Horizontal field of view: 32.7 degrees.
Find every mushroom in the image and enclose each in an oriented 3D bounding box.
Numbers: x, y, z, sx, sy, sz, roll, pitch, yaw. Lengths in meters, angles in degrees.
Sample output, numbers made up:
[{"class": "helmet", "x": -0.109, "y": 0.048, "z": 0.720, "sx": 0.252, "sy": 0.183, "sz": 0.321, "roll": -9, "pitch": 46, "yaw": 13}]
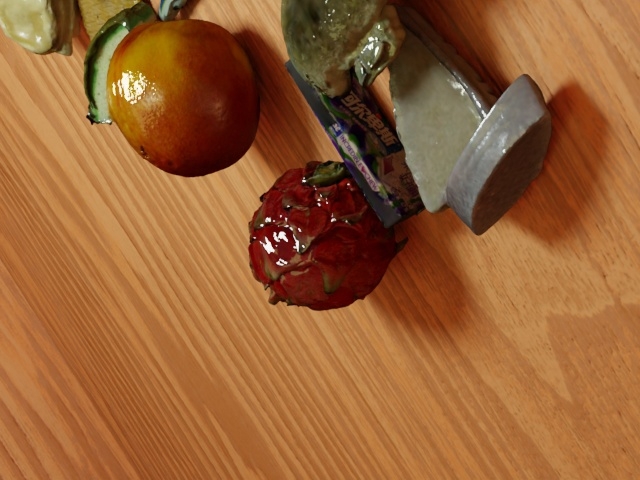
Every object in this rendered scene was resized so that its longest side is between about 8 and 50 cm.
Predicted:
[{"class": "mushroom", "x": 0.041, "y": -0.336, "z": 1.471, "sx": 0.344, "sy": 0.130, "sz": 0.247, "roll": 142, "pitch": 126, "yaw": -58}]

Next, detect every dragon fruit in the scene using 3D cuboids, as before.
[{"class": "dragon fruit", "x": 0.000, "y": 0.000, "z": 1.796, "sx": 0.244, "sy": 0.244, "sz": 0.299, "roll": 55, "pitch": 142, "yaw": 6}]

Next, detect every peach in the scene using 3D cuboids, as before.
[{"class": "peach", "x": -0.237, "y": -0.243, "z": 1.872, "sx": 0.238, "sy": 0.281, "sz": 0.281, "roll": 5, "pitch": 121, "yaw": 60}]

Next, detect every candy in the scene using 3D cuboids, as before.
[{"class": "candy", "x": 0.061, "y": -0.168, "z": 1.687, "sx": 0.312, "sy": 0.088, "sz": 0.061, "roll": 57, "pitch": 150, "yaw": 3}]

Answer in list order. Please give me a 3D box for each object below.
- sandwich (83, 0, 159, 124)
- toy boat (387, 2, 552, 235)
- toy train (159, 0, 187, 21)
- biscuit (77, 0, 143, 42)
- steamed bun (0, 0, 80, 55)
[{"class": "sandwich", "x": -0.344, "y": -0.327, "z": 2.067, "sx": 0.212, "sy": 0.109, "sz": 0.292, "roll": 18, "pitch": 140, "yaw": 11}, {"class": "toy boat", "x": 0.194, "y": -0.152, "z": 1.515, "sx": 0.293, "sy": 0.111, "sz": 0.276, "roll": 44, "pitch": 141, "yaw": 40}, {"class": "toy train", "x": -0.240, "y": -0.458, "z": 1.903, "sx": 0.051, "sy": 0.052, "sz": 0.234, "roll": 44, "pitch": 146, "yaw": 14}, {"class": "biscuit", "x": -0.404, "y": -0.437, "z": 2.165, "sx": 0.254, "sy": 0.035, "sz": 0.254, "roll": 33, "pitch": 140, "yaw": 34}, {"class": "steamed bun", "x": -0.615, "y": -0.598, "z": 2.225, "sx": 0.247, "sy": 0.189, "sz": 0.428, "roll": 4, "pitch": 125, "yaw": 20}]
